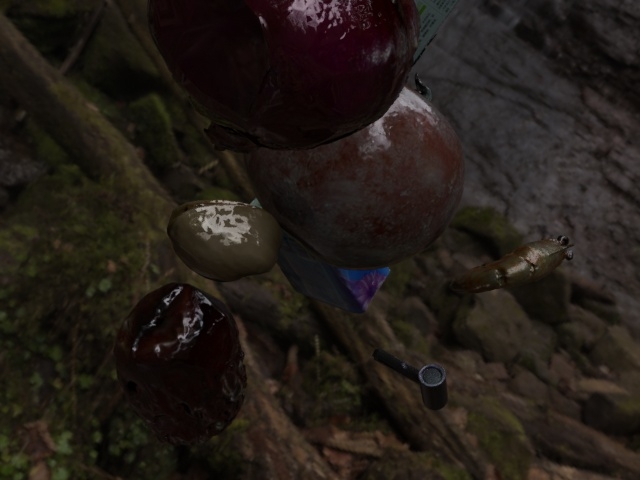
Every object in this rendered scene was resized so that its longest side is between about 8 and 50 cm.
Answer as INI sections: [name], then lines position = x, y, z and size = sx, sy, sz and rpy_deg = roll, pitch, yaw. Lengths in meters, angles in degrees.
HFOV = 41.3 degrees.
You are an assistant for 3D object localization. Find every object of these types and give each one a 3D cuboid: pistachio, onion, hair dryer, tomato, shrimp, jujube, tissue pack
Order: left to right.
[jujube]
position = -0.282, 0.263, 1.737
size = 0.259, 0.376, 0.258
rpy_deg = -4, 33, 3
[pistachio]
position = -0.123, -0.002, 1.077
size = 0.149, 0.113, 0.113
rpy_deg = 20, 21, -31
[onion]
position = -0.047, -0.131, 0.588
size = 0.140, 0.218, 0.195
rpy_deg = -25, 72, -44
[tissue pack]
position = 0.000, 0.000, 1.678
size = 0.198, 0.146, 0.263
rpy_deg = 17, -28, 38
[tomato]
position = 0.049, -0.111, 1.186
size = 0.317, 0.282, 0.316
rpy_deg = 39, -3, 2
[hair dryer]
position = 0.084, 0.129, 0.819
size = 0.083, 0.026, 0.047
rpy_deg = 25, -33, 30
[shrimp]
position = 0.323, 0.039, 1.382
size = 0.294, 0.154, 0.062
rpy_deg = -12, 88, -44

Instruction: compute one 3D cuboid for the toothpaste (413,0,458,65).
[toothpaste]
position = 0.175, -0.378, 1.165
size = 0.067, 0.336, 0.081
rpy_deg = 29, 19, -23
